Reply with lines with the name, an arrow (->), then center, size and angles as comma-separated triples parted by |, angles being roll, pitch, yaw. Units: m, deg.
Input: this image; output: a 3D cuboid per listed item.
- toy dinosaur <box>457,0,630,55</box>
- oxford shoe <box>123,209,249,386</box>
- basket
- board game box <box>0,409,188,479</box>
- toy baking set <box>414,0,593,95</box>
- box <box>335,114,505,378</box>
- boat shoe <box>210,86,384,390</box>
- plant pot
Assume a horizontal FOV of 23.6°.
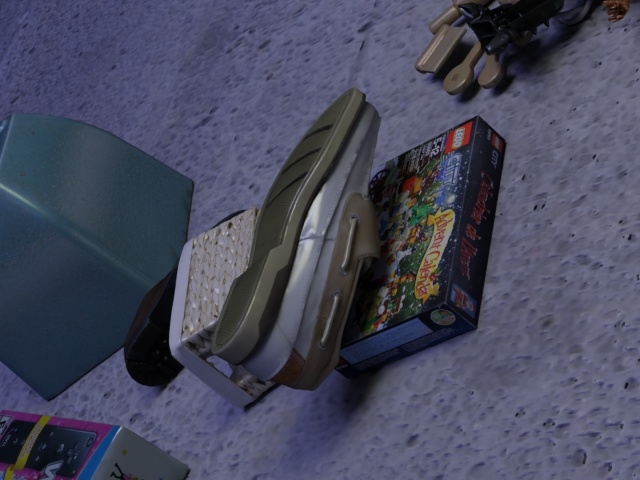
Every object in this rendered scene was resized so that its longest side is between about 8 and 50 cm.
toy dinosaur -> 0.220, -0.296, 1.470 | 0.218, 0.164, 0.322 | -29, 13, 6
oxford shoe -> -0.146, 0.049, 1.709 | 0.227, 0.083, 0.096 | -48, 23, 4
basket -> -0.074, 0.064, 1.552 | 0.103, 0.113, 0.167 | -31, 33, 26
board game box -> -0.296, 0.300, 1.614 | 0.303, 0.097, 0.224 | -3, 54, 54
toy baking set -> 0.206, -0.243, 1.595 | 0.256, 0.030, 0.196 | -42, 32, 16
box -> 0.088, 0.005, 1.448 | 0.159, 0.044, 0.233 | -27, 36, 39
boat shoe -> 0.000, 0.000, 1.426 | 0.113, 0.103, 0.302 | -29, 33, 60
plant pot -> -0.339, -0.007, 1.880 | 0.248, 0.252, 0.247 | -36, 32, 27
